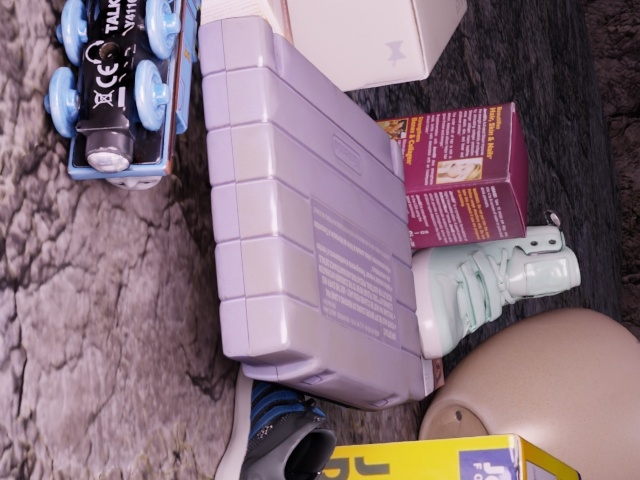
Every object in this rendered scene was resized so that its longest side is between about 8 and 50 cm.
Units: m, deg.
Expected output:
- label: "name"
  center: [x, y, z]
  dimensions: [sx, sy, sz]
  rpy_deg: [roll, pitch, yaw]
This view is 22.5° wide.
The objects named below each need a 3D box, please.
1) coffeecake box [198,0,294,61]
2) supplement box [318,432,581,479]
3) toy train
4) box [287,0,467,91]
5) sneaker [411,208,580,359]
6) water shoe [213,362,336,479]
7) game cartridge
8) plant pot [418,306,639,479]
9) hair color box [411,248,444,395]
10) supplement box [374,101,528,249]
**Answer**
- label: "coffeecake box"
  center: [-0.082, -0.224, 1.131]
  dimensions: [0.185, 0.068, 0.142]
  rpy_deg: [63, 14, -50]
- label: "supplement box"
  center: [0.121, 0.292, 1.442]
  dimensions: [0.356, 0.195, 0.194]
  rpy_deg: [38, 48, -68]
- label: "toy train"
  center: [-0.118, -0.116, 1.004]
  dimensions: [0.105, 0.080, 0.184]
  rpy_deg: [63, 25, -63]
- label: "box"
  center: [0.033, -0.223, 1.418]
  dimensions: [0.232, 0.149, 0.127]
  rpy_deg: [-59, 139, -65]
- label: "sneaker"
  center: [0.179, 0.039, 1.619]
  dimensions: [0.256, 0.151, 0.094]
  rpy_deg: [-54, 136, -62]
- label: "water shoe"
  center: [-0.023, 0.146, 1.211]
  dimensions: [0.203, 0.080, 0.073]
  rpy_deg: [-79, 156, -46]
- label: "game cartridge"
  center: [0.000, 0.000, 1.165]
  dimensions: [0.355, 0.068, 0.230]
  rpy_deg: [32, 55, -69]
- label: "plant pot"
  center: [0.219, 0.222, 1.749]
  dimensions: [0.191, 0.284, 0.284]
  rpy_deg: [-5, 88, -38]
- label: "hair color box"
  center: [0.086, 0.073, 1.653]
  dimensions: [0.093, 0.053, 0.167]
  rpy_deg: [-12, 96, -74]
- label: "supplement box"
  center: [0.093, -0.055, 1.485]
  dimensions: [0.081, 0.188, 0.104]
  rpy_deg: [68, 23, -44]
